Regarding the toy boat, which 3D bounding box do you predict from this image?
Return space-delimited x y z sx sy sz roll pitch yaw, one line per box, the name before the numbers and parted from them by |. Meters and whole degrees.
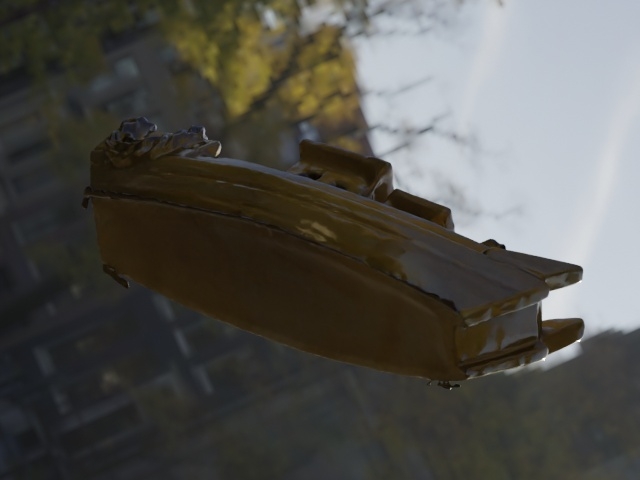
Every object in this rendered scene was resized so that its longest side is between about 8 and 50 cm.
toy boat | 0.000 0.000 0.685 0.206 0.072 0.064 18 -49 31
